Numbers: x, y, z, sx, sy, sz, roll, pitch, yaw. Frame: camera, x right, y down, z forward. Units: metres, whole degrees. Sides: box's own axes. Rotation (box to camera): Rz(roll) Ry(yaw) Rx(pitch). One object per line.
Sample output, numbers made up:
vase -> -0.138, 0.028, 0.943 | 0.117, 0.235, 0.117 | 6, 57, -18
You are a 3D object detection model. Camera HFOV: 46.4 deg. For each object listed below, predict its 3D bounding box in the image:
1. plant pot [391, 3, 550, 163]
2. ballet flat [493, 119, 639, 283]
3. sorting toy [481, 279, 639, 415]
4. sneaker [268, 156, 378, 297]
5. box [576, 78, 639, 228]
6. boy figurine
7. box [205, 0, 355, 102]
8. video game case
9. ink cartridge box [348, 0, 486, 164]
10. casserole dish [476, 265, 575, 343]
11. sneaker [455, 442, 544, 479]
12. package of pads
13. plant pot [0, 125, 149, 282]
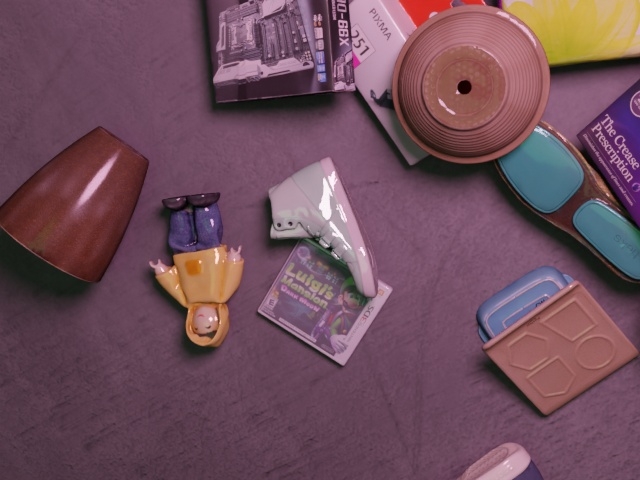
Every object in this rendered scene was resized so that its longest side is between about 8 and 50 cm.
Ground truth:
plant pot -> 0.216, -0.225, 1.097 | 0.238, 0.110, 0.237 | 4, 105, 14
ballet flat -> 0.408, -0.072, 1.192 | 0.348, 0.123, 0.123 | 43, 105, 5
sorting toy -> 0.401, 0.181, 1.253 | 0.193, 0.038, 0.208 | -39, 113, 15
sneaker -> 0.000, 0.000, 1.296 | 0.151, 0.094, 0.255 | -23, 85, 9
box -> 0.528, -0.109, 1.080 | 0.184, 0.103, 0.261 | -47, 59, 40
boy figurine -> -0.225, 0.057, 1.358 | 0.177, 0.092, 0.285 | -3, 96, 9
box -> -0.073, -0.386, 1.214 | 0.243, 0.077, 0.307 | 2, 102, 32
video game case -> 0.006, 0.108, 1.353 | 0.190, 0.022, 0.173 | 32, 104, 5
ink cartridge box -> 0.163, -0.292, 1.182 | 0.239, 0.060, 0.275 | -33, 93, 43
casserole dish -> 0.357, 0.125, 1.278 | 0.188, 0.037, 0.114 | -35, 92, 14
sneaker -> 0.248, 0.510, 1.319 | 0.350, 0.131, 0.148 | -36, 87, 15
package of pads -> 0.414, -0.381, 1.113 | 0.297, 0.101, 0.229 | -6, 117, 13
plant pot -> -0.416, -0.080, 1.329 | 0.215, 0.215, 0.230 | 36, 89, 3
